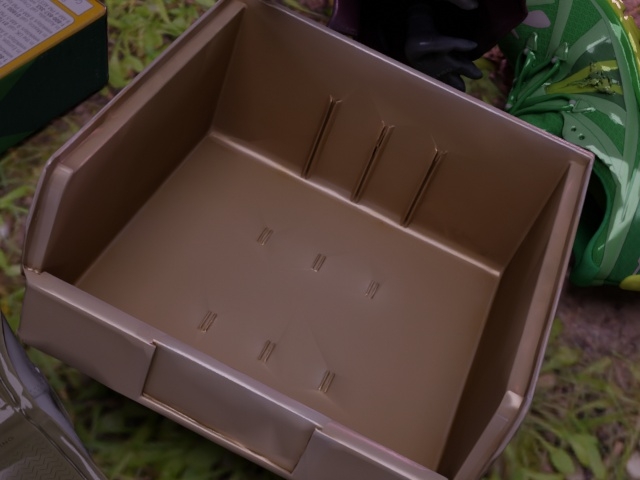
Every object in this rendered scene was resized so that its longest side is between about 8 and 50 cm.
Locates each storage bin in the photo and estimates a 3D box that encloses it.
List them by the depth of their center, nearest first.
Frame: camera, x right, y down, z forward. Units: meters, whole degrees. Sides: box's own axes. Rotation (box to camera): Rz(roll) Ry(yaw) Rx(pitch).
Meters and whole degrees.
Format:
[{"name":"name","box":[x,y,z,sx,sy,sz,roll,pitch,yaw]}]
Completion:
[{"name":"storage bin","box":[0.000,0.000,0.595,0.262,0.123,0.260,27,40,3]}]

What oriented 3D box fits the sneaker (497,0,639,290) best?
[{"name":"sneaker","box":[0.181,-0.095,0.738,0.123,0.109,0.295,-10,58,-14]}]

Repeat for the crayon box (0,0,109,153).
[{"name":"crayon box","box":[-0.334,-0.110,0.688,0.203,0.083,0.323,37,56,16]}]

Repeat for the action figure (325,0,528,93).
[{"name":"action figure","box":[0.053,-0.307,0.755,0.276,0.248,0.370,6,70,-32]}]

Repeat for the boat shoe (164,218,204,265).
[{"name":"boat shoe","box":[-0.068,0.040,0.656,0.043,0.049,0.137,-18,64,-22]}]

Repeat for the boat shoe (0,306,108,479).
[{"name":"boat shoe","box":[-0.208,0.099,0.567,0.113,0.103,0.302,-27,65,-25]}]
